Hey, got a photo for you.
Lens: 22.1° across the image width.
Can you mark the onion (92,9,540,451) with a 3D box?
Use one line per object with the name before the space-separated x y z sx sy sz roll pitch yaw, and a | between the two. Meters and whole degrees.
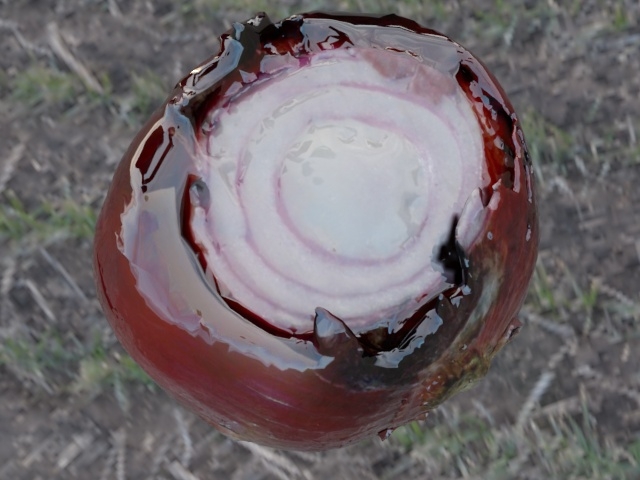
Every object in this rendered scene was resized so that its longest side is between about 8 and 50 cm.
onion | 0.008 0.003 1.222 0.341 0.341 0.341 -10 54 14
